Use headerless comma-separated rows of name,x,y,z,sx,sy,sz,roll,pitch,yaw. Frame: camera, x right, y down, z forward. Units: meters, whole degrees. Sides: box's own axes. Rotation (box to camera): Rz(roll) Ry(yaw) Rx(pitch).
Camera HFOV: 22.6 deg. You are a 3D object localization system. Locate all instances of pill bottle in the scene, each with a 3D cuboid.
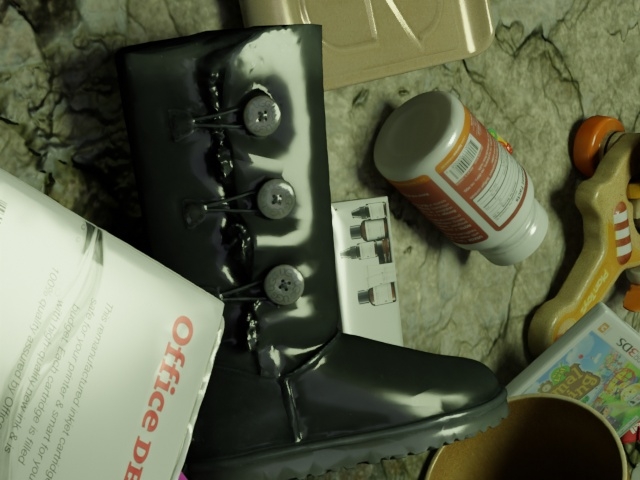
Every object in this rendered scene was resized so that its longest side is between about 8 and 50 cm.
pill bottle,0.168,-0.065,1.847,0.216,0.121,0.121,42,58,-36

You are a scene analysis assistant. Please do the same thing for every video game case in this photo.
video game case,0.316,0.192,1.947,0.212,0.023,0.193,-44,129,12

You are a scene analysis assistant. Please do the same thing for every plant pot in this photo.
plant pot,0.271,0.347,1.863,0.237,0.237,0.254,-63,141,-29

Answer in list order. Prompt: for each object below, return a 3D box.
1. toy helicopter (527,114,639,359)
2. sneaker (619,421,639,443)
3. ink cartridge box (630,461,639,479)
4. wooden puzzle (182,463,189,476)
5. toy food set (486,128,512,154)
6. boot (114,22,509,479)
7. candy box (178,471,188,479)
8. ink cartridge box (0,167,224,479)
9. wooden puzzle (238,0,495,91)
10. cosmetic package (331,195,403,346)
toy helicopter,0.376,0.024,2.076,0.355,0.140,0.235,-55,133,-21
sneaker,0.412,0.198,2.060,0.221,0.087,0.128,28,70,-66
ink cartridge box,0.500,0.405,2.167,0.208,0.087,0.153,32,64,-38
wooden puzzle,-0.136,0.263,1.584,0.049,0.006,0.083,12,77,-44
toy food set,0.211,-0.093,1.964,0.083,0.020,0.083,28,67,-41
boot,-0.002,0.000,1.603,0.367,0.146,0.445,-11,91,-29
candy box,-0.179,0.345,1.484,0.233,0.071,0.159,-51,121,-34
ink cartridge box,-0.298,0.104,1.318,0.395,0.166,0.285,34,64,-38
wooden puzzle,0.028,-0.335,1.765,0.348,0.080,0.322,-17,98,-41
cosmetic package,0.036,0.075,1.740,0.099,0.060,0.239,-9,93,-44
